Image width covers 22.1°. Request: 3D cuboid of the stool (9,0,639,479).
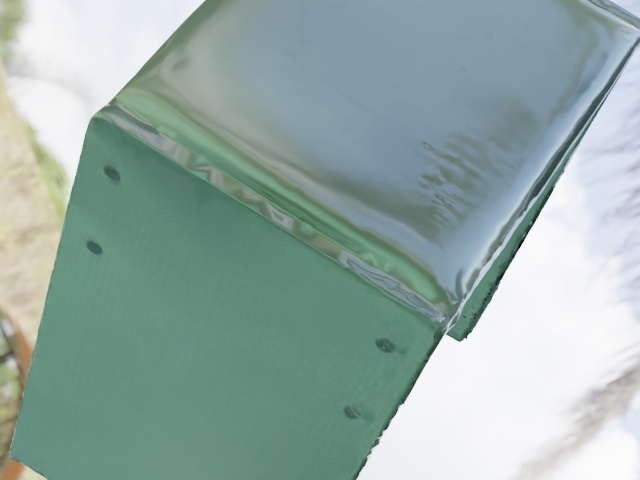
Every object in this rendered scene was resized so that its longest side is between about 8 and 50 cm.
[{"bbox_3d":[0.000,0.000,0.804,0.170,0.243,0.270,32,-42,8],"label":"stool"}]
